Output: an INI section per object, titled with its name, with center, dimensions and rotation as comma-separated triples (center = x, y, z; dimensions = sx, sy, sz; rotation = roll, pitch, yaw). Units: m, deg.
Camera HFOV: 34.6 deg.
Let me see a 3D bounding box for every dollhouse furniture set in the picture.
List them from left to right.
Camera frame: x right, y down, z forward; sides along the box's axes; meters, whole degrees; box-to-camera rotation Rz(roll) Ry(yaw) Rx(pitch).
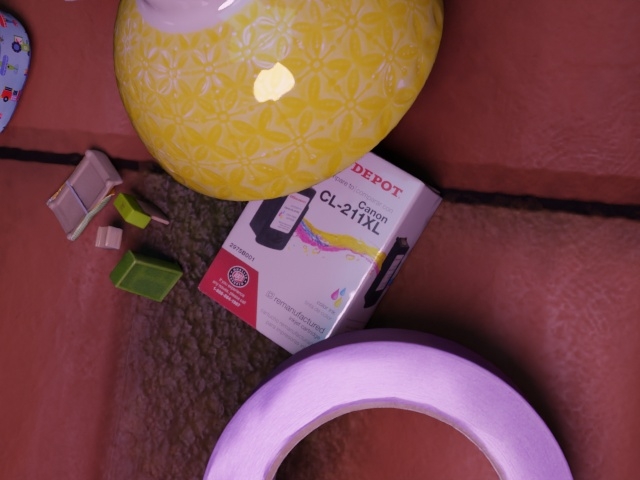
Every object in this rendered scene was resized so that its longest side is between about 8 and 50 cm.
[dollhouse furniture set]
center = -0.187, -0.013, 0.956
dimensions = 0.076, 0.058, 0.151
rotation = -51, 51, 14

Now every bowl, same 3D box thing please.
[bowl]
center = -0.063, -0.191, 0.821
dimensions = 0.289, 0.156, 0.289
rotation = -13, 59, 22

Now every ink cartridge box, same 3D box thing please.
[ink cartridge box]
center = 0.000, 0.000, 0.863
dimensions = 0.127, 0.072, 0.175
rotation = 32, 94, 21

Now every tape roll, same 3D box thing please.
[tape roll]
center = 0.050, 0.207, 0.769
dimensions = 0.275, 0.090, 0.274
rotation = 0, 91, 5

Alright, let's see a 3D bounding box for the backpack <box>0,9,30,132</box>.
[backpack]
center = -0.378, -0.174, 0.995
dimensions = 0.173, 0.117, 0.158
rotation = 22, 91, 17
